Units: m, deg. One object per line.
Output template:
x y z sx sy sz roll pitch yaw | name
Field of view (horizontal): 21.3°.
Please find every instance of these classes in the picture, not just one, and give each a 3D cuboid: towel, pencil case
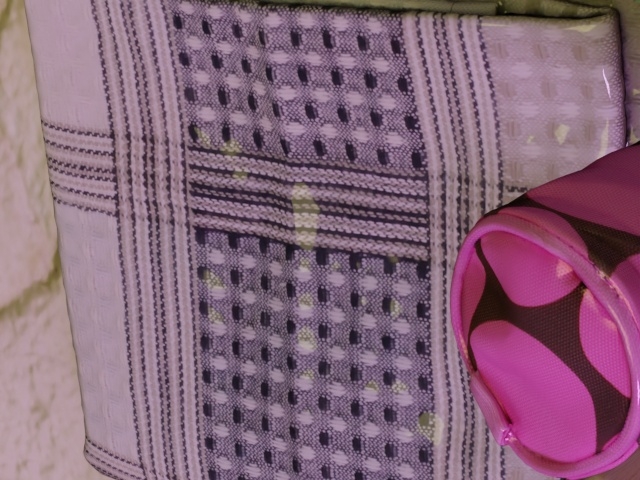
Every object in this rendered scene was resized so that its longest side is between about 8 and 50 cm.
0.000 0.000 0.751 0.312 0.056 0.324 13 114 34 | towel
0.130 0.003 0.546 0.095 0.209 0.098 60 142 11 | pencil case

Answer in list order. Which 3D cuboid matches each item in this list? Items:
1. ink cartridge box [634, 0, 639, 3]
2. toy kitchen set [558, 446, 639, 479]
0.161 -0.232 0.491 0.278 0.117 0.201 -38 82 41 | ink cartridge box
0.136 0.185 0.669 0.166 0.122 0.207 -37 82 41 | toy kitchen set
